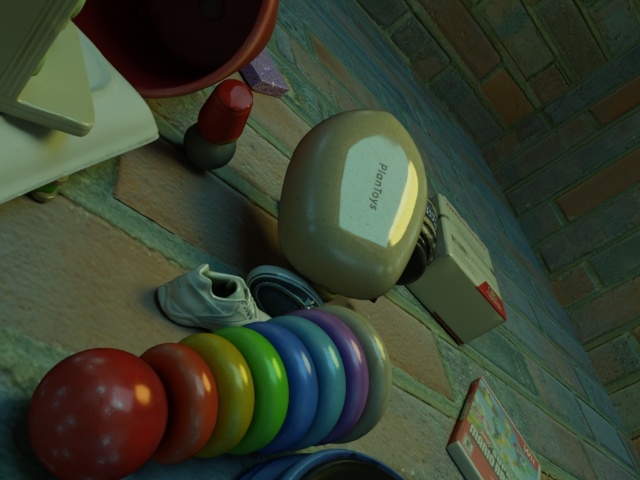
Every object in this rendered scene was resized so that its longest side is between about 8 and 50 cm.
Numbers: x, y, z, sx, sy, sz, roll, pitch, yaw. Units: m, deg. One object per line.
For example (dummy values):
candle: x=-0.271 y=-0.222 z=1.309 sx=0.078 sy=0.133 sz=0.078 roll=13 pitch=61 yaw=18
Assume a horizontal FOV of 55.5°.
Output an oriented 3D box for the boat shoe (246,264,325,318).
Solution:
boat shoe: x=-0.018 y=0.110 z=0.706 sx=0.183 sy=0.065 sz=0.083 roll=45 pitch=26 yaw=-22

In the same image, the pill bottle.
pill bottle: x=0.153 y=-0.007 z=1.122 sx=0.123 sy=0.122 sz=0.219 roll=50 pitch=23 yaw=-11

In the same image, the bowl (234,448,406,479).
bowl: x=0.048 y=0.357 z=0.488 sx=0.391 sy=0.077 sz=0.391 roll=43 pitch=26 yaw=-26

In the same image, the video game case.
video game case: x=0.303 y=0.370 z=1.032 sx=0.204 sy=0.025 sz=0.285 roll=57 pitch=23 yaw=5

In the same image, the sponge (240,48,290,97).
sponge: x=-0.143 y=-0.368 z=1.151 sx=0.210 sy=0.031 sz=0.117 roll=59 pitch=23 yaw=9

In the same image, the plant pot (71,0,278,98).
plant pot: x=-0.168 y=-0.312 z=0.763 sx=0.275 sy=0.275 sz=0.243 roll=53 pitch=12 yaw=-6

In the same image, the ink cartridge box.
ink cartridge box: x=0.275 y=0.052 z=1.291 sx=0.197 sy=0.114 sz=0.273 roll=46 pitch=25 yaw=-18

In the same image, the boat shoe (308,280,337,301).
boat shoe: x=0.000 y=0.000 z=0.894 sx=0.064 sy=0.060 sz=0.178 roll=19 pitch=42 yaw=-54

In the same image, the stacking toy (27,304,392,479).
stacking toy: x=-0.079 y=0.129 z=0.509 sx=0.330 sy=0.141 sz=0.141 roll=5 pitch=54 yaw=-52

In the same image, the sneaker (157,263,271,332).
sneaker: x=-0.090 y=0.071 z=0.625 sx=0.152 sy=0.061 sz=0.054 roll=33 pitch=30 yaw=-45

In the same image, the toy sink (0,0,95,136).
toy sink: x=-0.243 y=-0.197 z=0.413 sx=0.234 sy=0.131 sz=0.153 roll=18 pitch=40 yaw=-46

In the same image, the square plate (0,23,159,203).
square plate: x=-0.322 y=-0.184 z=0.479 sx=0.347 sy=0.049 sz=0.344 roll=46 pitch=26 yaw=-5

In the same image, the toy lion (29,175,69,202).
toy lion: x=-0.270 y=-0.075 z=0.516 sx=0.096 sy=0.034 sz=0.100 roll=9 pitch=50 yaw=-50

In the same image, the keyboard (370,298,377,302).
keyboard: x=0.056 y=0.043 z=0.904 sx=0.108 sy=0.023 sz=0.180 roll=63 pitch=-1 yaw=10

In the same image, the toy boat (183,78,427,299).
toy boat: x=-0.016 y=-0.080 z=0.771 sx=0.318 sy=0.148 sz=0.268 roll=29 pitch=59 yaw=-12
